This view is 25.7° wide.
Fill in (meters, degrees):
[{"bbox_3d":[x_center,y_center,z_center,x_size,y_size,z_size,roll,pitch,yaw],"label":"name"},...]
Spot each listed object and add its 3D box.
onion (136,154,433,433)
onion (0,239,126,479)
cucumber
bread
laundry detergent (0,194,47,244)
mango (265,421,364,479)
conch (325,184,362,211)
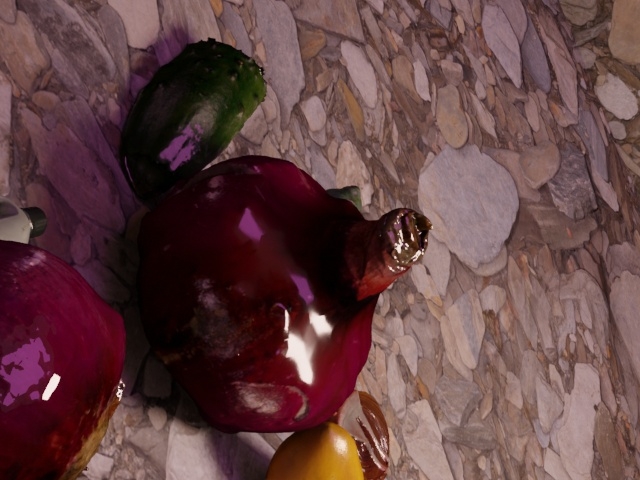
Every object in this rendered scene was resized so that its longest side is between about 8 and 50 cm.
[{"bbox_3d":[-0.018,0.055,1.925,0.398,0.420,0.398,47,34,-45],"label":"onion"},{"bbox_3d":[-0.405,0.132,1.444,0.385,0.348,0.348,28,41,-1],"label":"onion"},{"bbox_3d":[-0.189,-0.189,2.087,0.145,0.105,0.325,59,37,-21],"label":"cucumber"},{"bbox_3d":[0.043,0.314,2.208,0.160,0.073,0.160,25,58,-48],"label":"bread"},{"bbox_3d":[-0.412,-0.006,1.679,0.226,0.070,0.099,-20,85,-57],"label":"laundry detergent"},{"bbox_3d":[-0.007,0.338,2.017,0.112,0.145,0.219,-101,-166,-48],"label":"mango"},{"bbox_3d":[-0.001,0.000,2.206,0.176,0.188,0.122,31,39,-19],"label":"conch"}]
